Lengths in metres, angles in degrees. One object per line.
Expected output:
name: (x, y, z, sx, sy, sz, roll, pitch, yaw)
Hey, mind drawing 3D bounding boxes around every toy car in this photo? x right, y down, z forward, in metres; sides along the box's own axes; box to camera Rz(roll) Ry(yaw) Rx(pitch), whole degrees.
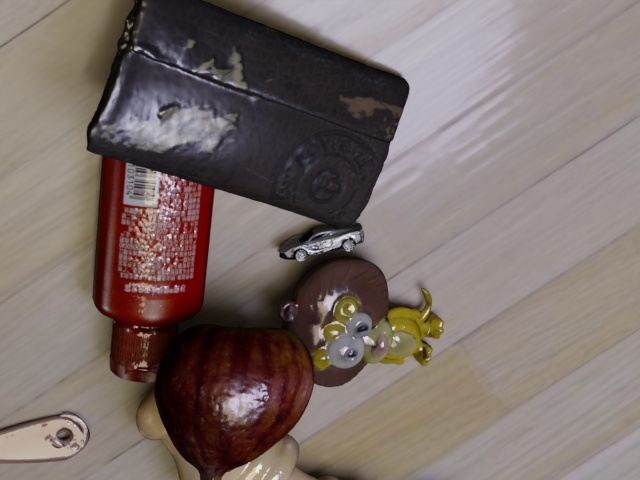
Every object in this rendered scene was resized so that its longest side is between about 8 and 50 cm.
toy car: (0.000, 0.000, 1.641, 0.093, 0.041, 0.025, -12, 108, -6)

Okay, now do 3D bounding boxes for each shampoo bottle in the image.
shampoo bottle: (-0.169, -0.011, 1.591, 0.118, 0.076, 0.314, -1, 111, -20)

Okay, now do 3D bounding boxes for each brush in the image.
brush: (-0.400, 0.238, 1.658, 0.312, 0.067, 0.072, -8, 111, -8)

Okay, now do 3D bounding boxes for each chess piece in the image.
chess piece: (-0.074, 0.263, 1.699, 0.307, 0.124, 0.139, 37, 138, -16)

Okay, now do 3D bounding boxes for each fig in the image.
fig: (-0.102, 0.163, 1.568, 0.149, 0.148, 0.202, 37, 62, 5)

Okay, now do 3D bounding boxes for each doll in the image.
doll: (0.045, 0.083, 1.655, 0.188, 0.096, 0.145, -9, 119, -16)

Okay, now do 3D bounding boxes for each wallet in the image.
wallet: (-0.064, -0.123, 1.528, 0.321, 0.044, 0.170, 17, 102, -35)
